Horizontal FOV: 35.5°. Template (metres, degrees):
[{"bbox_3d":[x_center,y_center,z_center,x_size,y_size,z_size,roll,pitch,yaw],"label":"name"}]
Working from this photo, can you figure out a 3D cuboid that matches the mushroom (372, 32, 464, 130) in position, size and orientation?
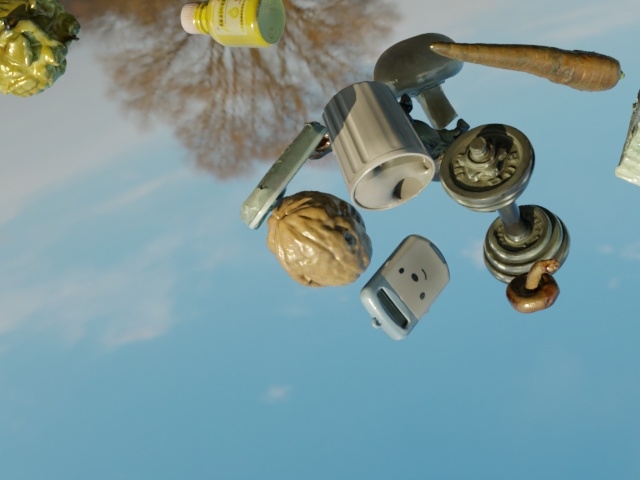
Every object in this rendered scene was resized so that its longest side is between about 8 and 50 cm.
[{"bbox_3d":[0.227,-0.340,2.177,0.207,0.215,0.207,-27,-179,0],"label":"mushroom"}]

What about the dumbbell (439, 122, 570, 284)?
[{"bbox_3d":[0.352,-0.061,1.878,0.179,0.406,0.179,-14,-128,19],"label":"dumbbell"}]

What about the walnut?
[{"bbox_3d":[0.000,0.000,2.082,0.198,0.245,0.198,-28,-136,30],"label":"walnut"}]

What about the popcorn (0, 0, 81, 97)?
[{"bbox_3d":[-0.592,-0.397,1.990,0.189,0.218,0.169,-15,170,28],"label":"popcorn"}]

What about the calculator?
[{"bbox_3d":[0.151,0.083,1.771,0.210,0.121,0.039,-47,-166,-33],"label":"calculator"}]

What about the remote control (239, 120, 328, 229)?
[{"bbox_3d":[-0.063,-0.119,1.755,0.247,0.052,0.104,-55,-176,-34],"label":"remote control"}]

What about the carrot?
[{"bbox_3d":[0.242,-0.208,1.160,0.254,0.049,0.049,5,-168,-19],"label":"carrot"}]

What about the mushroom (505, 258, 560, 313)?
[{"bbox_3d":[0.360,0.077,1.648,0.088,0.073,0.129,-37,173,-33],"label":"mushroom"}]

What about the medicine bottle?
[{"bbox_3d":[-0.191,-0.468,2.102,0.213,0.121,0.122,8,-149,30],"label":"medicine bottle"}]

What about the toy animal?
[{"bbox_3d":[0.133,-0.217,2.036,0.343,0.168,0.106,10,-136,-4],"label":"toy animal"}]

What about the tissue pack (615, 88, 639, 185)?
[{"bbox_3d":[0.774,-0.172,1.874,0.388,0.162,0.287,23,-138,9],"label":"tissue pack"}]

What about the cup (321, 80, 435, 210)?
[{"bbox_3d":[0.093,-0.166,1.901,0.167,0.202,0.221,-5,146,-28],"label":"cup"}]
